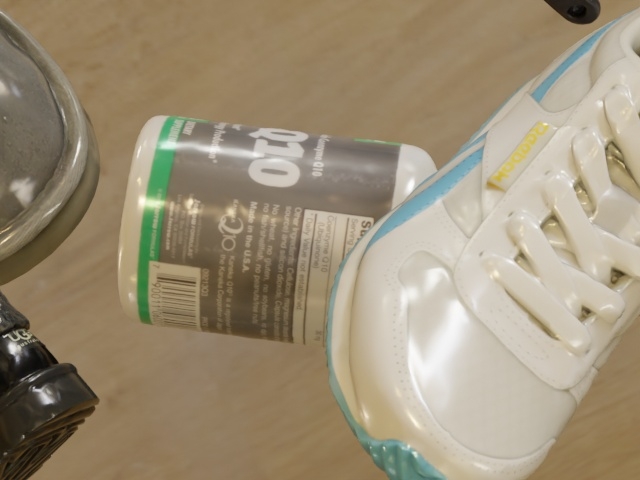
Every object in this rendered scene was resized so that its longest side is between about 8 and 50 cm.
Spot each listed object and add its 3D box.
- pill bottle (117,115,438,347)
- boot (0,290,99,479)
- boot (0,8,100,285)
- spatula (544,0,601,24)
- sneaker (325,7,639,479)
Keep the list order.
[{"bbox_3d":[0.000,0.000,1.804,0.361,0.204,0.204,7,94,2],"label":"pill bottle"},{"bbox_3d":[-0.346,0.115,1.437,0.348,0.131,0.260,-44,79,21],"label":"boot"},{"bbox_3d":[-0.136,-0.090,0.332,0.189,0.208,0.076,35,71,22],"label":"boot"},{"bbox_3d":[0.092,-0.244,1.269,0.084,0.030,0.296,-28,120,36],"label":"spatula"},{"bbox_3d":[0.079,-0.007,0.613,0.087,0.229,0.092,43,138,-9],"label":"sneaker"}]
